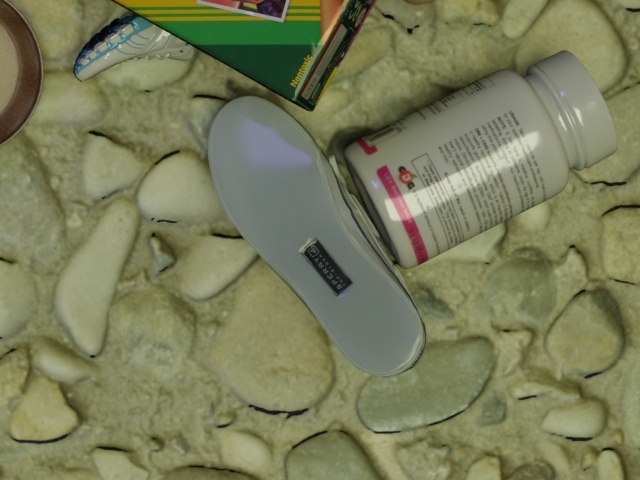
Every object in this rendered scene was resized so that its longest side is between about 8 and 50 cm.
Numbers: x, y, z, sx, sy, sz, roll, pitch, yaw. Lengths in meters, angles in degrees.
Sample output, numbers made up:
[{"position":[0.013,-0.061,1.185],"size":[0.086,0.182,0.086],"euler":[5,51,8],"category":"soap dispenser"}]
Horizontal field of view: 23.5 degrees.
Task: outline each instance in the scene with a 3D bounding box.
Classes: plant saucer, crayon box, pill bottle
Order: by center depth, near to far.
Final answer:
[{"position":[-0.061,-0.368,1.596],"size":[0.313,0.106,0.363],"euler":[30,93,11],"category":"crayon box"},{"position":[-0.405,-0.189,1.695],"size":[0.198,0.036,0.199],"euler":[-3,106,-10],"category":"plant saucer"},{"position":[0.184,-0.097,1.764],"size":[0.283,0.160,0.160],"euler":[-27,108,-2],"category":"pill bottle"}]

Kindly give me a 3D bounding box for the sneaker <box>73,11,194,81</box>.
[{"position":[-0.185,-0.223,1.712],"size":[0.190,0.071,0.083],"euler":[-34,114,0],"category":"sneaker"}]

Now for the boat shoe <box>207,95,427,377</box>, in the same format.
[{"position":[0.008,-0.004,1.776],"size":[0.136,0.156,0.367],"euler":[-39,79,6],"category":"boat shoe"}]

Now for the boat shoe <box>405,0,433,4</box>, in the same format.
[{"position":[0.223,-0.386,1.730],"size":[0.341,0.122,0.110],"euler":[-28,145,1],"category":"boat shoe"}]
